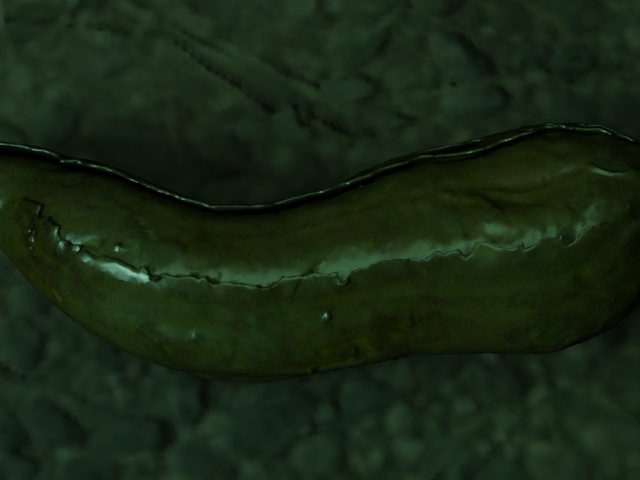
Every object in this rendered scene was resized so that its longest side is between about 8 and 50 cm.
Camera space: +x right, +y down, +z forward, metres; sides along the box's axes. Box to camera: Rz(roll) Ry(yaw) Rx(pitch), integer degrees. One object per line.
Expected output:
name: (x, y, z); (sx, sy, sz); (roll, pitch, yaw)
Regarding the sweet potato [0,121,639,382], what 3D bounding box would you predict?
sweet potato: (-0.002, 0.004, 0.537); (0.233, 0.062, 0.081); (-1, 47, -1)
